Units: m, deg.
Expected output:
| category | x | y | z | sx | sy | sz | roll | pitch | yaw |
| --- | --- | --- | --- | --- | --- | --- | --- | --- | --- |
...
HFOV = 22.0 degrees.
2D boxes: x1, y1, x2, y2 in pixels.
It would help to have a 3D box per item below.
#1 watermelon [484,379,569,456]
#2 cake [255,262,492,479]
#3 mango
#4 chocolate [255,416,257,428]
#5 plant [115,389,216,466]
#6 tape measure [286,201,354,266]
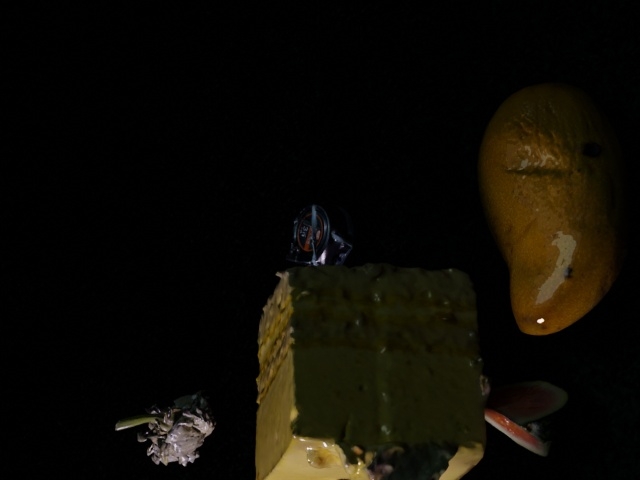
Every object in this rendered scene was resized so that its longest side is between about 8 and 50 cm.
| category | x | y | z | sx | sy | sz | roll | pitch | yaw |
| --- | --- | --- | --- | --- | --- | --- | --- | --- | --- |
| watermelon | 0.224 | 0.198 | 1.780 | 0.163 | 0.087 | 0.069 | -158 | 56 | -72 |
| cake | 0.050 | 0.195 | 1.808 | 0.227 | 0.222 | 0.286 | 116 | 154 | -60 |
| mango | 0.260 | -0.037 | 1.797 | 0.177 | 0.120 | 0.295 | -22 | 61 | 32 |
| chocolate | -0.023 | 0.250 | 2.028 | 0.125 | 0.080 | 0.149 | 21 | 99 | 61 |
| plant | -0.209 | 0.240 | 2.206 | 0.116 | 0.122 | 0.104 | -57 | 31 | 26 |
| tape measure | 0.001 | -0.002 | 2.113 | 0.091 | 0.054 | 0.094 | 32 | 106 | 47 |
